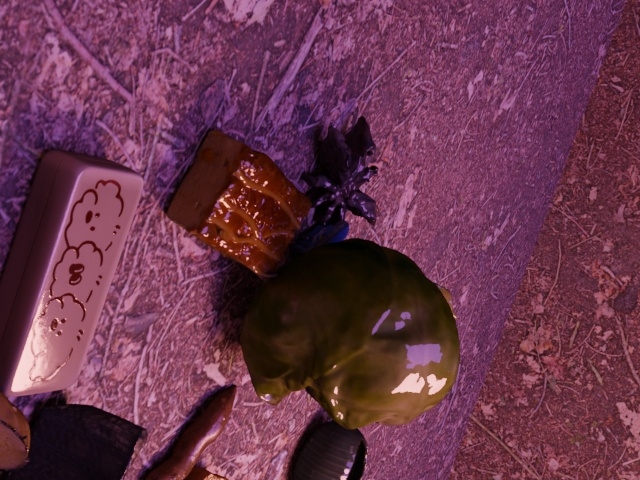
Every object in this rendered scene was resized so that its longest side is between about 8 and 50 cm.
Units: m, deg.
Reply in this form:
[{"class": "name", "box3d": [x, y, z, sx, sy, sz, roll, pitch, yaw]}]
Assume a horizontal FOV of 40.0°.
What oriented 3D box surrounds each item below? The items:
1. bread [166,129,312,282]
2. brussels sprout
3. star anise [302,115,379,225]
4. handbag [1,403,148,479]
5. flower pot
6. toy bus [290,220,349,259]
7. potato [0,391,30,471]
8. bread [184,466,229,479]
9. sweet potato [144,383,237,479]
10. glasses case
[{"class": "bread", "box3d": [-0.132, -0.055, 1.519, 0.185, 0.114, 0.274, -62, 152, -8]}, {"class": "brussels sprout", "box3d": [0.058, 0.161, 1.698, 0.342, 0.425, 0.361, -76, 168, -46]}, {"class": "star anise", "box3d": [0.054, -0.128, 1.803, 0.198, 0.110, 0.257, -26, 130, -37]}, {"class": "handbag", "box3d": [-0.385, 0.370, 1.330, 0.270, 0.175, 0.088, -61, 155, -5]}, {"class": "flower pot", "box3d": [0.025, 0.586, 2.293, 0.243, 0.157, 0.189, -65, 152, 0]}, {"class": "toy bus", "box3d": [0.000, 0.000, 1.864, 0.153, 0.061, 0.051, -41, 150, -44]}, {"class": "potato", "box3d": [-0.452, 0.228, 1.151, 0.200, 0.164, 0.081, 84, 7, -54]}, {"class": "bread", "box3d": [-0.260, 0.565, 1.833, 0.103, 0.065, 0.187, 21, 85, -54]}, {"class": "sweet potato", "box3d": [-0.240, 0.391, 1.748, 0.281, 0.059, 0.067, -49, 158, -28]}, {"class": "glasses case", "box3d": [-0.360, 0.047, 1.218, 0.144, 0.076, 0.336, 3, 109, -63]}]
